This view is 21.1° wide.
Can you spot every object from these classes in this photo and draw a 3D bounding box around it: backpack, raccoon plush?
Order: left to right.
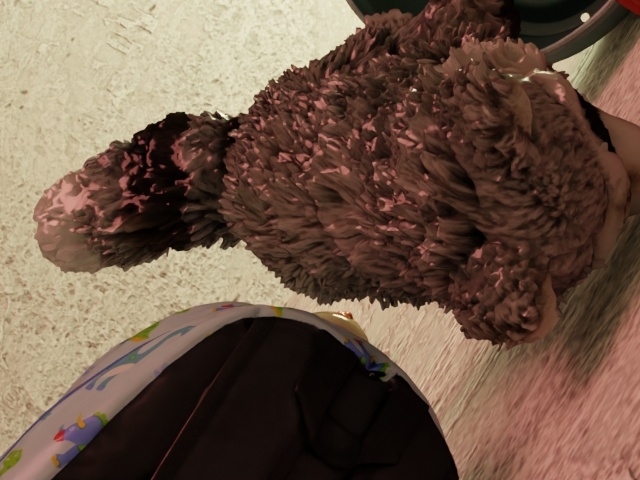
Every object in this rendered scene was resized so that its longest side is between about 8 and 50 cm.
[{"bbox_3d":[-0.086,0.194,0.984,0.355,0.290,0.273,-51,11,-2],"label":"backpack"},{"bbox_3d":[0.000,0.000,1.082,0.446,0.216,0.299,-25,9,16],"label":"raccoon plush"}]

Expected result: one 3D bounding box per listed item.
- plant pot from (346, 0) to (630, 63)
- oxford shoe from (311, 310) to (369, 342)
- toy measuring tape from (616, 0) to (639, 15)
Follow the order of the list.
[{"bbox_3d":[0.171,-0.276,1.486,0.293,0.293,0.196,-59,-22,8],"label":"plant pot"},{"bbox_3d":[-0.010,0.111,1.736,0.130,0.123,0.348,-55,4,-20],"label":"oxford shoe"},{"bbox_3d":[0.222,-0.183,1.094,0.121,0.121,0.330,-57,5,25],"label":"toy measuring tape"}]
